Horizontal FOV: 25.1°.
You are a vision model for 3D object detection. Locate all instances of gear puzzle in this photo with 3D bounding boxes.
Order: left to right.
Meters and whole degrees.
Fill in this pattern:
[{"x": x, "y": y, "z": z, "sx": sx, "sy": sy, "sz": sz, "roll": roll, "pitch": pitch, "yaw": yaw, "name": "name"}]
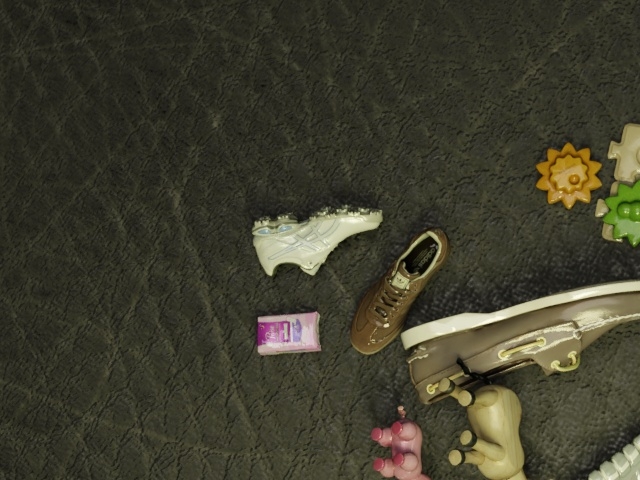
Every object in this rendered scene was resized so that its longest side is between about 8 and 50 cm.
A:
[{"x": 0.439, "y": -0.071, "z": 1.809, "sx": 0.339, "sy": 0.044, "sz": 0.175, "roll": 12, "pitch": 80, "yaw": 14, "name": "gear puzzle"}]

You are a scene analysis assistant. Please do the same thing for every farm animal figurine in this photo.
[{"x": 0.174, "y": 0.357, "z": 1.679, "sx": 0.330, "sy": 0.172, "sz": 0.327, "roll": -53, "pitch": 46, "yaw": 15, "name": "farm animal figurine"}]

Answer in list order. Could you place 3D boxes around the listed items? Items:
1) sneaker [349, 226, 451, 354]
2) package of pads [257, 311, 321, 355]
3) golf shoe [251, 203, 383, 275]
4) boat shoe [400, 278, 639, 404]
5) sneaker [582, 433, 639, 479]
[{"x": 0.095, "y": 0.058, "z": 1.835, "sx": 0.066, "sy": 0.071, "sz": 0.188, "roll": 33, "pitch": 85, "yaw": 17, "name": "sneaker"}, {"x": -0.041, "y": 0.121, "z": 1.869, "sx": 0.083, "sy": 0.032, "sz": 0.050, "roll": -5, "pitch": 73, "yaw": 10, "name": "package of pads"}, {"x": 0.000, "y": 0.000, "z": 1.883, "sx": 0.176, "sy": 0.069, "sz": 0.086, "roll": -9, "pitch": 95, "yaw": 12, "name": "golf shoe"}, {"x": 0.263, "y": 0.121, "z": 1.767, "sx": 0.324, "sy": 0.116, "sz": 0.096, "roll": -14, "pitch": 79, "yaw": 12, "name": "boat shoe"}, {"x": 0.387, "y": 0.310, "z": 1.710, "sx": 0.229, "sy": 0.086, "sz": 0.132, "roll": -40, "pitch": 75, "yaw": -1, "name": "sneaker"}]
